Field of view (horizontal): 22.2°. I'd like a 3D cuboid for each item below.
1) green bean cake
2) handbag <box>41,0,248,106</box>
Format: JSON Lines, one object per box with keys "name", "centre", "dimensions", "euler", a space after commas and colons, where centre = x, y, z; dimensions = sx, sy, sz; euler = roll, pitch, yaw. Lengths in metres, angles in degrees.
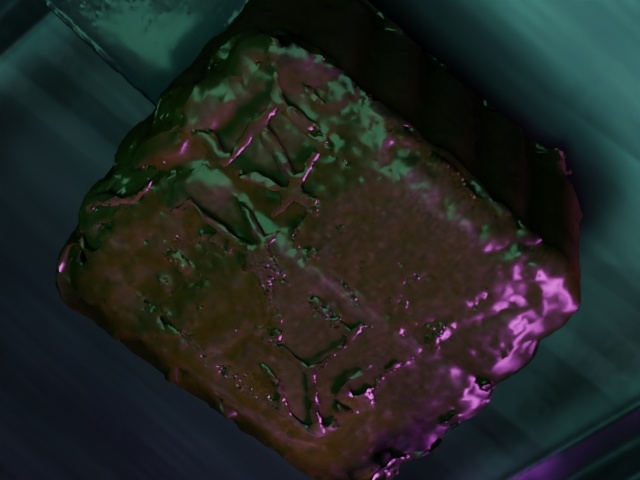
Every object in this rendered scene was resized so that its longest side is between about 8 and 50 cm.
{"name": "green bean cake", "centre": [0.000, 0.000, 0.795], "dimensions": [0.214, 0.113, 0.200], "euler": [39, 120, -11]}
{"name": "handbag", "centre": [-0.032, -0.161, 0.802], "dimensions": [0.221, 0.057, 0.144], "euler": [-37, 100, 24]}
